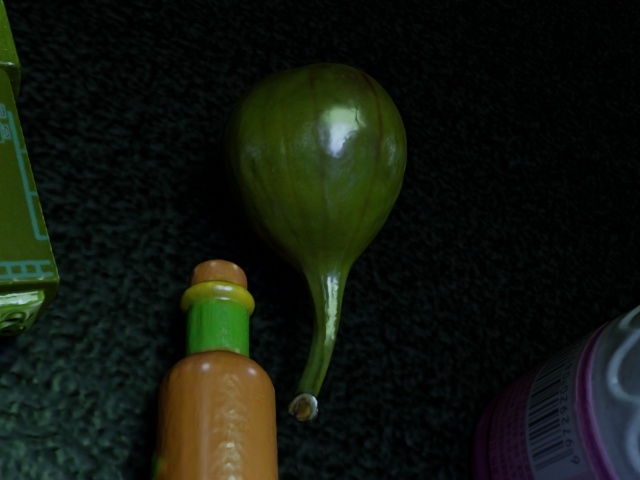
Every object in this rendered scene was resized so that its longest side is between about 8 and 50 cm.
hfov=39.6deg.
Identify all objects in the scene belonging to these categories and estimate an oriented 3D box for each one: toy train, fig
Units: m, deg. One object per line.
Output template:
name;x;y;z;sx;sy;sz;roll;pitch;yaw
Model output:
toy train;-0.215;-0.033;0.458;0.137;0.090;0.225;-3;63;-38
fig;0.000;0.000;0.558;0.124;0.124;0.236;10;63;-28

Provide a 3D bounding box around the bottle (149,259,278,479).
bottle;-0.057;0.096;0.491;0.069;0.069;0.187;16;51;-24

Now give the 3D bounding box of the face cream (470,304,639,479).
face cream;0.218;0.132;0.555;0.175;0.195;0.175;15;54;-23
